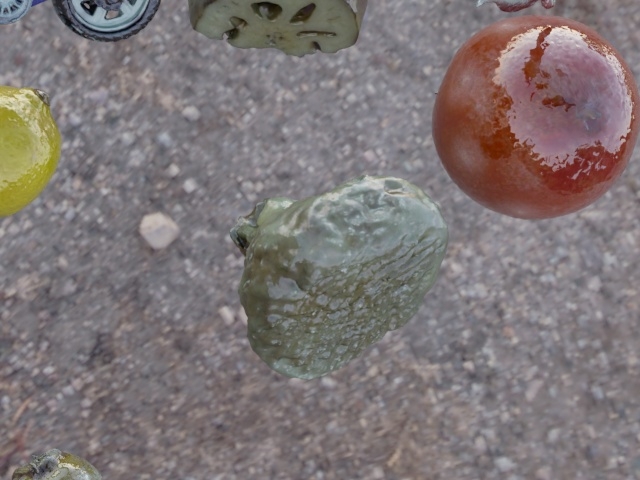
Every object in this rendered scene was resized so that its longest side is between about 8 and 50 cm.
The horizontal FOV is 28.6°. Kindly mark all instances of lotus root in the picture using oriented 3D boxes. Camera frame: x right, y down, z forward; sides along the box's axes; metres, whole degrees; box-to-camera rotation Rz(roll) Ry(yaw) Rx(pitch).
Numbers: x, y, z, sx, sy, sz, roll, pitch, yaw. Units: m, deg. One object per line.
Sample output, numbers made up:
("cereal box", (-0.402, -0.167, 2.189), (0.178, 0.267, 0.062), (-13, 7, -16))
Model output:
("lotus root", (-0.049, -0.323, 1.586), (0.235, 0.138, 0.119), (5, 53, -6))
("lotus root", (-0.213, 0.245, 1.036), (0.088, 0.088, 0.165), (-24, 121, -35))

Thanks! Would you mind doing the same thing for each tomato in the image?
("tomato", (0.280, -0.155, 1.591), (0.265, 0.265, 0.265), (12, 66, -27))

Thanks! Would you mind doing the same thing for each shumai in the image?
("shumai", (0.000, 0.000, 1.383), (0.225, 0.260, 0.222), (6, 45, -39))

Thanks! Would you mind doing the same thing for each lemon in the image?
("lemon", (-0.283, -0.079, 1.093), (0.109, 0.109, 0.133), (38, 97, -13))

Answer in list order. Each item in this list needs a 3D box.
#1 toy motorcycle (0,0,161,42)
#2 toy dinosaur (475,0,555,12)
("toy motorcycle", (-0.237, -0.265, 0.961), (0.315, 0.169, 0.113), (19, 21, -32))
("toy dinosaur", (0.227, -0.290, 1.411), (0.053, 0.167, 0.242), (11, 46, 23))
